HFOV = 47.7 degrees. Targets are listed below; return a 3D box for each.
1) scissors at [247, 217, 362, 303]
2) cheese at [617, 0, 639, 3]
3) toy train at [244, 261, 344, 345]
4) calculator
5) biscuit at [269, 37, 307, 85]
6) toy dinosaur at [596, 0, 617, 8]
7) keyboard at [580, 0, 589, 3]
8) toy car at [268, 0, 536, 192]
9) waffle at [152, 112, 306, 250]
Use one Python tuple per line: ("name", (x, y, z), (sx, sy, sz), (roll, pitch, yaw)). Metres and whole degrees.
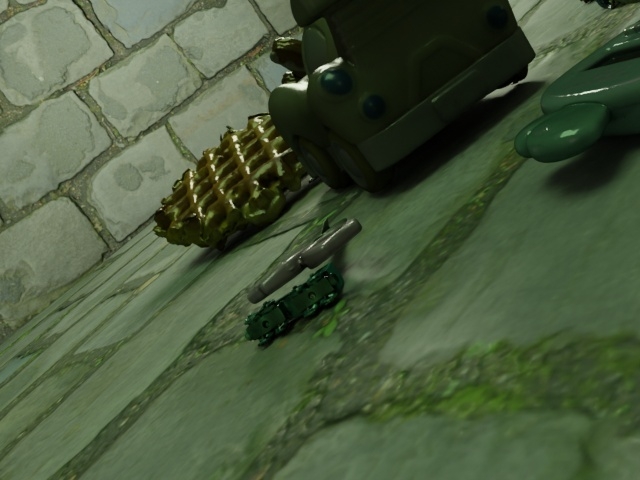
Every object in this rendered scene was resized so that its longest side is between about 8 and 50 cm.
("scissors", (0.000, 0.001, 0.645), (0.110, 0.021, 0.212), (-34, 5, 16))
("cheese", (0.286, -0.226, 0.458), (0.163, 0.082, 0.286), (-33, 13, 2))
("toy train", (-0.023, 0.050, 0.581), (0.092, 0.029, 0.045), (-34, 5, 18))
("calculator", (0.253, -0.135, 0.482), (0.299, 0.041, 0.185), (-37, 12, -10))
("biscuit", (0.028, -0.236, 1.158), (0.301, 0.196, 0.049), (49, -123, -82))
("toy dinosaur", (0.340, -0.291, 0.827), (0.047, 0.030, 0.083), (-33, 14, 13))
("keyboard", (0.397, -0.339, 0.885), (0.055, 0.017, 0.166), (-49, 17, -29))
("toy car", (0.056, -0.207, 0.839), (0.242, 0.226, 0.336), (-38, 13, -7))
("waffle", (-0.125, -0.105, 1.147), (0.325, 0.068, 0.302), (-8, 41, 42))
